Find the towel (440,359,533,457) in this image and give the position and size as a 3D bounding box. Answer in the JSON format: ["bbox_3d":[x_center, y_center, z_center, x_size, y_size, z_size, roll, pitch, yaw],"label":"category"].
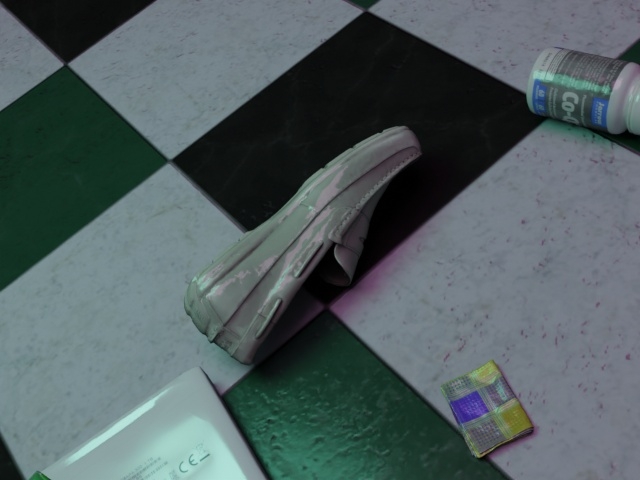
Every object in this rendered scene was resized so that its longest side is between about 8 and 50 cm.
[{"bbox_3d":[0.150,0.152,0.756,0.060,0.009,0.083,-25,48,2],"label":"towel"}]

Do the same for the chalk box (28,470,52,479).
[{"bbox_3d":[-0.204,0.285,0.654,0.213,0.132,0.132,28,68,35],"label":"chalk box"}]

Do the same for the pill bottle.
[{"bbox_3d":[0.302,-0.160,0.900,0.137,0.078,0.078,23,64,35],"label":"pill bottle"}]

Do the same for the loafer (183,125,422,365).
[{"bbox_3d":[0.000,0.000,0.889,0.319,0.112,0.111,-42,86,-15],"label":"loafer"}]

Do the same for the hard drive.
[{"bbox_3d":[-0.127,0.285,0.739,0.210,0.040,0.319,-34,48,-7],"label":"hard drive"}]
